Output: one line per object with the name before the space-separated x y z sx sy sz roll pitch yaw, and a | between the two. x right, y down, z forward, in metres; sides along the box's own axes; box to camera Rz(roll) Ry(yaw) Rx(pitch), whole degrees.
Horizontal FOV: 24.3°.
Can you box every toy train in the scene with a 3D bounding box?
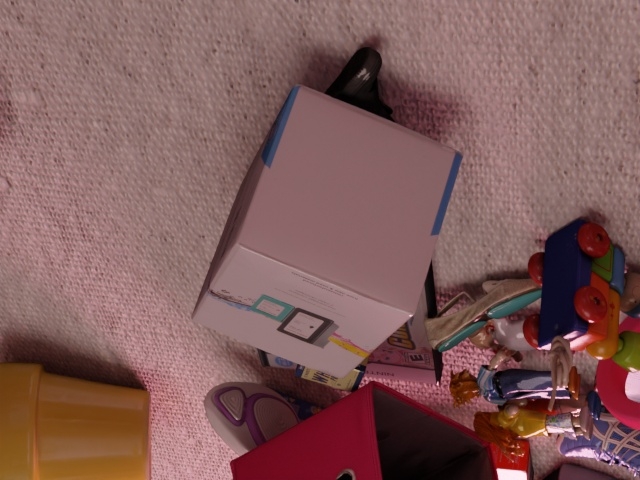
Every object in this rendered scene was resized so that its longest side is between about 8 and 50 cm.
toy train | 0.312 0.111 1.671 0.143 0.248 0.105 27 142 -23

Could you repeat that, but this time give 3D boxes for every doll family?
doll family | 0.254 0.198 1.906 0.163 0.118 0.263 -3 140 22

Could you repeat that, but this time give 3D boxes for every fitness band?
fitness band | 0.444 0.125 1.670 0.291 0.209 0.054 -19 129 36

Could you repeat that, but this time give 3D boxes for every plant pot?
plant pot | -0.368 0.304 2.174 0.239 0.254 0.254 0 144 -6

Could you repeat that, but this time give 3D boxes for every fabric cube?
fabric cube | 0.064 0.374 1.904 0.258 0.254 0.259 -32 135 30

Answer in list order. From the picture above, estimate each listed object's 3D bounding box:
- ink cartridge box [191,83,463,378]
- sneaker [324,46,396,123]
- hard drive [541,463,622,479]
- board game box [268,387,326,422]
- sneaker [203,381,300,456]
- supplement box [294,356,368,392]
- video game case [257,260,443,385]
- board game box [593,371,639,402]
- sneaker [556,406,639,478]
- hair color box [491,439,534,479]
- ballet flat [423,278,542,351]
ink cartridge box | 0.000 0.000 1.622 0.197 0.198 0.270 22 157 -7
sneaker | 0.050 -0.141 1.598 0.089 0.051 0.170 25 147 -14
hard drive | 0.422 0.410 2.176 0.255 0.054 0.172 23 143 -11
board game box | -0.017 0.289 2.187 0.201 0.035 0.136 20 143 -6
sneaker | -0.065 0.310 2.104 0.152 0.114 0.305 -26 127 39
supplement box | 0.020 0.134 1.875 0.083 0.083 0.056 17 143 -2
video game case | 0.025 0.087 1.911 0.248 0.035 0.275 5 142 13
board game box | 0.500 0.179 1.873 0.281 0.027 0.145 14 145 1
sneaker | 0.412 0.272 1.980 0.211 0.081 0.080 -8 139 30
hair color box | 0.219 0.325 2.139 0.167 0.053 0.093 2 143 14
ballet flat | 0.197 0.078 1.818 0.168 0.052 0.057 -31 158 18
